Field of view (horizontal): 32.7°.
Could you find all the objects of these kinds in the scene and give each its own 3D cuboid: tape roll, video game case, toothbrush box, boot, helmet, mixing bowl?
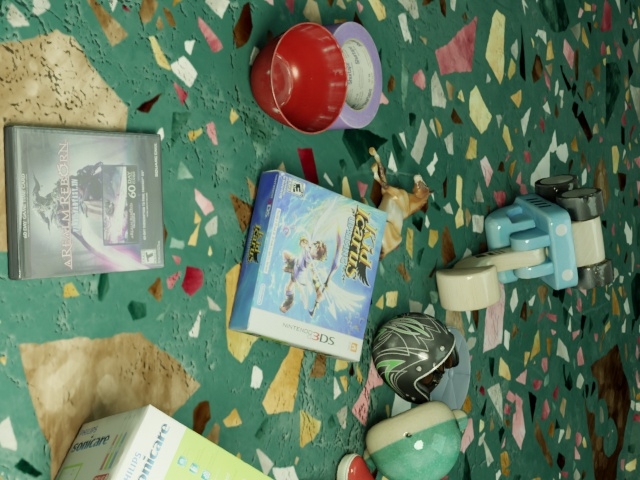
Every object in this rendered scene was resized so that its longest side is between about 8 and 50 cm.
[{"bbox_3d":[0.030,-0.293,1.953,0.189,0.080,0.189,-2,92,-57],"label":"tape roll"},{"bbox_3d":[-0.313,-0.052,1.484,0.274,0.026,0.196,-4,93,-57],"label":"video game case"},{"bbox_3d":[-0.014,0.047,1.827,0.244,0.061,0.270,20,77,-37],"label":"video game case"},{"bbox_3d":[-0.181,0.345,1.433,0.283,0.206,0.122,38,57,-22],"label":"toothbrush box"},{"bbox_3d":[0.136,0.500,2.022,0.088,0.176,0.244,-47,126,-44],"label":"boot"},{"bbox_3d":[0.181,0.216,2.093,0.169,0.169,0.162,-60,145,-37],"label":"helmet"},{"bbox_3d":[-0.050,-0.265,1.803,0.181,0.098,0.181,-3,95,-47],"label":"mixing bowl"}]

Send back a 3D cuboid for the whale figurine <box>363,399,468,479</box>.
[{"bbox_3d":[0.190,0.398,2.079,0.272,0.216,0.141,56,10,-72],"label":"whale figurine"}]

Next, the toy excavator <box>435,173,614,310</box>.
[{"bbox_3d":[0.443,0.032,2.474,0.433,0.445,0.222,-123,-159,-74],"label":"toy excavator"}]

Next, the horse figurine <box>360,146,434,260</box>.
[{"bbox_3d":[0.122,-0.052,2.105,0.174,0.066,0.263,51,47,-36],"label":"horse figurine"}]

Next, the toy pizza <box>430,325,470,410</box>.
[{"bbox_3d":[0.266,0.284,2.349,0.201,0.032,0.201,-2,92,-56],"label":"toy pizza"}]
